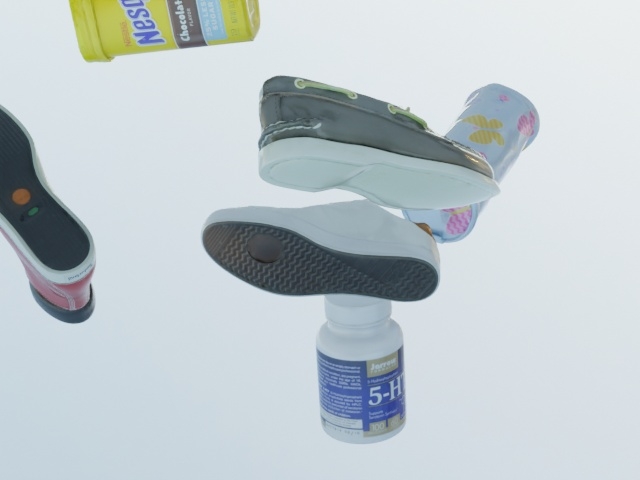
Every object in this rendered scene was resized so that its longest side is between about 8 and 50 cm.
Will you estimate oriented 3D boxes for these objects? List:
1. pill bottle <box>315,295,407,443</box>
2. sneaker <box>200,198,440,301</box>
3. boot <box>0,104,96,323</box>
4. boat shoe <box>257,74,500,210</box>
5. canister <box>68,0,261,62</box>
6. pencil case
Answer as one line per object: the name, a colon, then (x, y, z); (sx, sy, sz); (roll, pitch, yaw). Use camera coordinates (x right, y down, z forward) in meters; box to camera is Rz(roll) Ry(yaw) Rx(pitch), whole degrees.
pill bottle: (0.050, 0.150, 2.139); (0.112, 0.187, 0.112); (-3, -157, 1)
sneaker: (0.000, 0.000, 2.065); (0.290, 0.106, 0.123); (11, -143, -6)
boot: (-0.319, -0.026, 1.813); (0.088, 0.176, 0.244); (-31, -107, -17)
boat shoe: (0.061, -0.091, 1.653); (0.305, 0.091, 0.109); (10, 156, -43)
canister: (-0.151, -0.241, 1.637); (0.170, 0.126, 0.073); (-5, -158, 12)
pencil case: (0.205, -0.107, 2.334); (0.113, 0.124, 0.273); (29, -140, 8)
